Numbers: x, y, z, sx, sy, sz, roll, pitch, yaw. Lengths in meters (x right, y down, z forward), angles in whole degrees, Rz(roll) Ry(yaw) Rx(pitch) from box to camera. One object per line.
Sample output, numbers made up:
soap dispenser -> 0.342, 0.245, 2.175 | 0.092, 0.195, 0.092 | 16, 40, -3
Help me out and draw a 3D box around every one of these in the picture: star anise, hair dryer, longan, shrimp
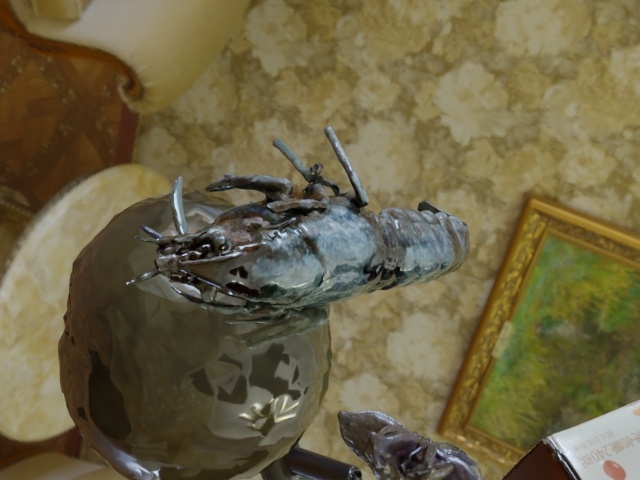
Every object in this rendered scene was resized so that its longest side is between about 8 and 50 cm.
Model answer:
star anise -> 0.105, 0.265, 1.006 | 0.212, 0.197, 0.073 | 32, 81, -41
hair dryer -> -0.023, 0.407, 1.453 | 0.089, 0.251, 0.197 | -28, 108, -38
longan -> -0.176, 0.153, 1.203 | 0.404, 0.404, 0.436 | -41, 160, -56
shrimp -> 0.000, 0.001, 0.777 | 0.410, 0.166, 0.221 | 3, 106, -31

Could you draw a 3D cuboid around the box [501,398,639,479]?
box -> 0.448, 0.321, 0.863 | 0.385, 0.344, 0.122 | -13, 148, -25
